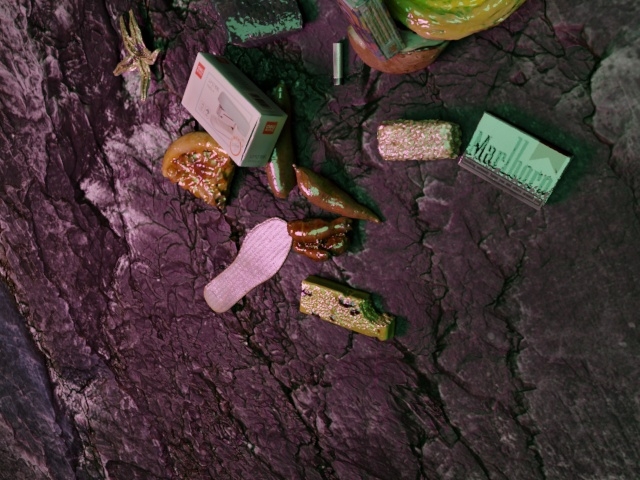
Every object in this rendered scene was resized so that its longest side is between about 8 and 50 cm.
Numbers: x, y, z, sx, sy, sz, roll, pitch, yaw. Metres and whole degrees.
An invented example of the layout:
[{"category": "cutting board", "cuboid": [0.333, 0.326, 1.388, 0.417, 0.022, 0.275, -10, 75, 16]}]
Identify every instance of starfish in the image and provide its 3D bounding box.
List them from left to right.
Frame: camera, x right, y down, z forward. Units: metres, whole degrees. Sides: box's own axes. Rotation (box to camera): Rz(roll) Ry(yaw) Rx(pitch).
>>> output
[{"category": "starfish", "cuboid": [-0.441, -0.441, 1.558, 0.216, 0.050, 0.224, -9, 89, 38]}]

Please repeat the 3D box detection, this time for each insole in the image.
[{"category": "insole", "cuboid": [-0.179, 0.067, 1.585, 0.348, 0.009, 0.119, -42, 83, 32]}]

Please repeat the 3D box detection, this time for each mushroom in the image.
[{"category": "mushroom", "cuboid": [0.144, -0.359, 1.227, 0.209, 0.094, 0.072, 19, 76, 26]}]

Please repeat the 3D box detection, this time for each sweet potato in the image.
[{"category": "sweet potato", "cuboid": [-0.092, -0.215, 1.418, 0.077, 0.077, 0.244, 0, 98, 30]}, {"category": "sweet potato", "cuboid": [0.028, -0.088, 1.393, 0.226, 0.068, 0.068, 33, 119, 2]}]

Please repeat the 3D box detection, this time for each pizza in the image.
[{"category": "pizza", "cuboid": [-0.278, -0.158, 1.526, 0.292, 0.058, 0.197, -3, 116, 41]}]

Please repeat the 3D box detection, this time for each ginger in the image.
[{"category": "ginger", "cuboid": [0.000, 0.000, 1.425, 0.162, 0.073, 0.103, -4, 104, 29]}]

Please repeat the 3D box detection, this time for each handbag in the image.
[{"category": "handbag", "cuboid": [-0.148, -0.527, 1.354, 0.175, 0.088, 0.271, -24, 92, 24]}]

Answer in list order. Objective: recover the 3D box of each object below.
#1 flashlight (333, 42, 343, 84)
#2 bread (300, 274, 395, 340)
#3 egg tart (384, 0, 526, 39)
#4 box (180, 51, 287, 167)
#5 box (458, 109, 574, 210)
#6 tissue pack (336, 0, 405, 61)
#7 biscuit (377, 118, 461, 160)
[{"category": "flashlight", "cuboid": [0.037, -0.360, 1.327, 0.018, 0.018, 0.083, 7, 108, 28]}, {"category": "bread", "cuboid": [0.060, 0.150, 1.451, 0.226, 0.049, 0.088, 16, 112, 24]}, {"category": "egg tart", "cuboid": [0.234, -0.513, 1.101, 0.345, 0.132, 0.346, 10, 110, 28]}, {"category": "box", "cuboid": [-0.193, -0.283, 1.402, 0.269, 0.079, 0.135, 48, 124, 31]}, {"category": "box", "cuboid": [0.357, -0.150, 1.198, 0.177, 0.036, 0.115, 34, 118, 17]}, {"category": "tissue pack", "cuboid": [0.081, -0.397, 1.134, 0.060, 0.148, 0.109, -37, 56, 8]}, {"category": "biscuit", "cuboid": [0.190, -0.196, 1.260, 0.168, 0.070, 0.082, 3, 99, 31]}]
